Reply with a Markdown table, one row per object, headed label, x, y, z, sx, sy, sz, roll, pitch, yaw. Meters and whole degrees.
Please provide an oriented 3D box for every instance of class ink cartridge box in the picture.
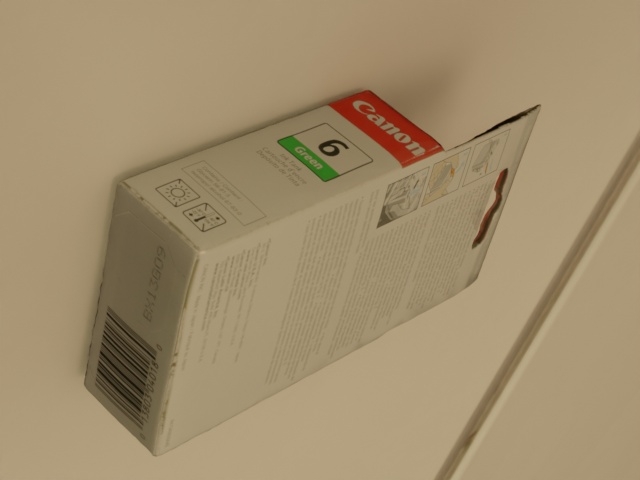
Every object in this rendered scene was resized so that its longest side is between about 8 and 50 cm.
| label | x | y | z | sx | sy | sz | roll | pitch | yaw |
| --- | --- | --- | --- | --- | --- | --- | --- | --- | --- |
| ink cartridge box | 0.000 | 0.000 | 0.363 | 0.115 | 0.029 | 0.063 | -25 | 144 | -40 |
